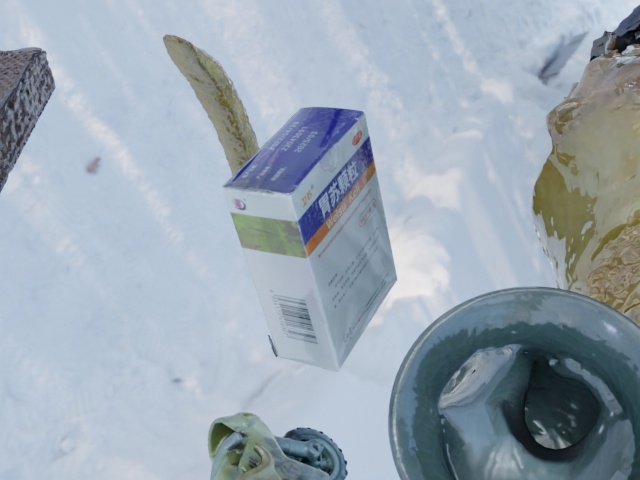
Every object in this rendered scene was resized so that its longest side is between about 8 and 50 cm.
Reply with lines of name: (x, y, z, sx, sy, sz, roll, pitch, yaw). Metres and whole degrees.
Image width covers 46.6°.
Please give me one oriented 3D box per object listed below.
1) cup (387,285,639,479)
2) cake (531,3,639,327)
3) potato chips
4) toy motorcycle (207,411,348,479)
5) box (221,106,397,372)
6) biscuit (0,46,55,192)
cup: (0.163, 0.155, 0.561, 0.150, 0.199, 0.199, 61, 32, -54)
cake: (0.374, -0.078, 0.774, 0.332, 0.332, 0.321, 45, 31, -39)
potato chips: (-0.150, -0.177, 1.220, 0.407, 0.057, 0.080, 72, 34, -44)
toy motorcycle: (-0.111, 0.399, 1.110, 0.410, 0.237, 0.169, -50, 164, -60)
box: (0.000, 0.000, 1.000, 0.200, 0.106, 0.299, -52, 141, -40)
biscuit: (-0.438, -0.115, 0.923, 0.388, 0.107, 0.073, -87, 171, -45)
